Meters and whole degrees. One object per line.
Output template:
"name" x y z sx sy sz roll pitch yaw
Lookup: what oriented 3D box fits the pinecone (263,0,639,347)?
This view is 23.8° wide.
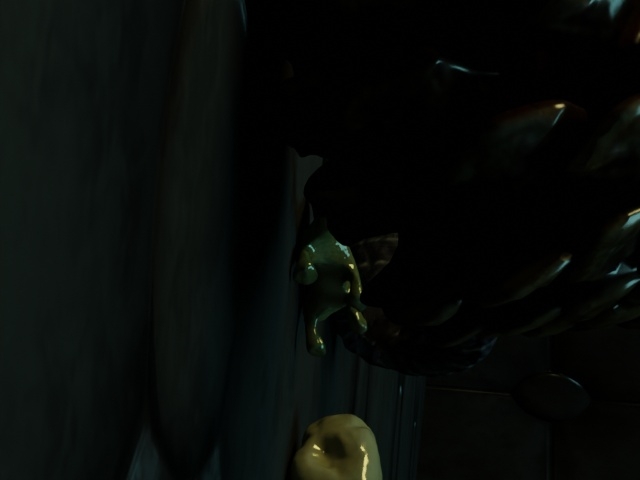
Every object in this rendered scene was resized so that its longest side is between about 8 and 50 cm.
"pinecone" 0.067 -0.069 0.501 0.184 0.179 0.204 -98 162 -67

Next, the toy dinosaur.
"toy dinosaur" 0.000 0.001 0.644 0.119 0.029 0.060 80 -1 -46

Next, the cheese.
"cheese" 0.009 0.160 0.722 0.065 0.043 0.194 -78 170 -47

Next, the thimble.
"thimble" 0.050 0.028 0.817 0.104 0.095 0.066 -26 -140 54
